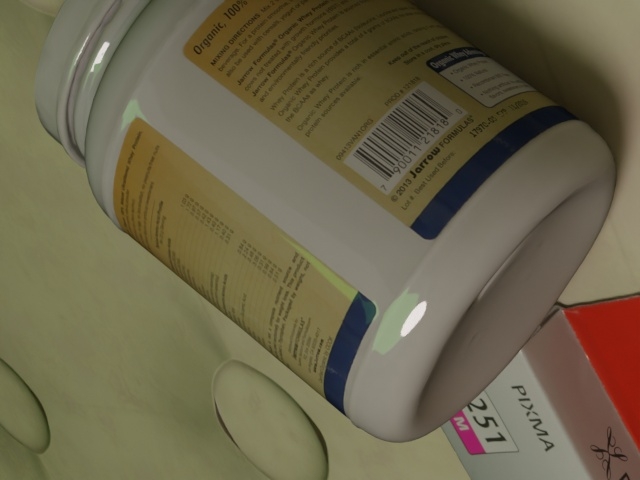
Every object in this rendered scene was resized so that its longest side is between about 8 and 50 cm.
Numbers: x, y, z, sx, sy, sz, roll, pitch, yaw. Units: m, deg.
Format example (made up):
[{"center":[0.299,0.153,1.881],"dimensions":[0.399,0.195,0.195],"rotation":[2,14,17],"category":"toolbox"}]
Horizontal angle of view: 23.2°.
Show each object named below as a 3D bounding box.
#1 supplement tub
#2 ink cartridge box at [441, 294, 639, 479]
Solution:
[{"center":[-0.002,-0.052,0.976],"dimensions":[0.316,0.228,0.228],"rotation":[39,144,20],"category":"supplement tub"},{"center":[0.211,0.172,1.081],"dimensions":[0.239,0.060,0.275],"rotation":[-14,110,55],"category":"ink cartridge box"}]
